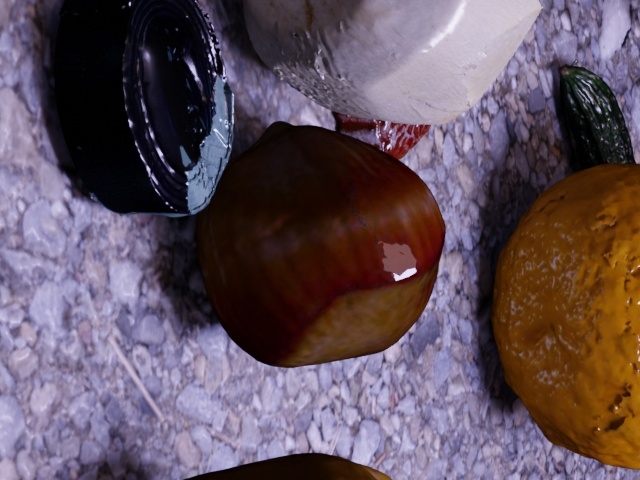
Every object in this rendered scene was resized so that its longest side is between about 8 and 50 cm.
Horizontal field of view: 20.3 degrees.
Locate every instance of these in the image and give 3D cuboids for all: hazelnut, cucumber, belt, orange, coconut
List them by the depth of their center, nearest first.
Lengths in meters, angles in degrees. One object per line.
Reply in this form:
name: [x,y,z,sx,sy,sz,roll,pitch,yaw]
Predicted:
belt: [-0.136,-0.110,1.400,0.151,0.078,0.198,-46,130,-52]
hazelnut: [0.000,0.000,1.544,0.229,0.229,0.229,-14,106,-58]
coconut: [0.066,-0.219,1.565,0.247,0.245,0.245,19,78,-52]
orange: [0.360,0.080,1.998,0.293,0.340,0.340,-5,100,-31]
cucumber: [0.348,-0.112,2.207,0.077,0.077,0.265,-56,140,-39]

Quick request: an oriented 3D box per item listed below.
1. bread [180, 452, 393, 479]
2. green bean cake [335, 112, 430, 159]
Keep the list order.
bread: [-0.048,0.307,1.413,0.279,0.250,0.225,-68,143,-52]
green bean cake: [0.065,-0.151,1.749,0.135,0.056,0.136,-44,131,-46]
